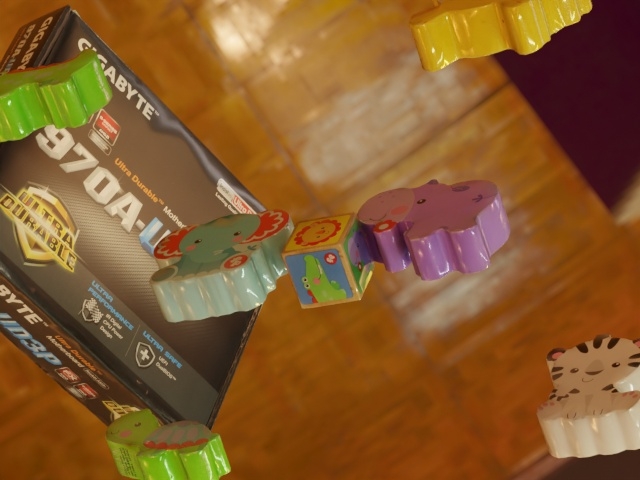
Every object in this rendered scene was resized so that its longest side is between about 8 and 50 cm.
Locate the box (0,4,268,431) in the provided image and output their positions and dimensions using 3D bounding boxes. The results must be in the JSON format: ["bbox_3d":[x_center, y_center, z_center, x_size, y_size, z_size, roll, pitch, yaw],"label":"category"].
[{"bbox_3d":[-0.126,-0.001,1.140,0.051,0.175,0.220,-14,131,40],"label":"box"}]

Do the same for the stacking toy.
[{"bbox_3d":[0.000,0.000,0.655,0.221,0.167,0.052,-8,-153,20],"label":"stacking toy"}]
